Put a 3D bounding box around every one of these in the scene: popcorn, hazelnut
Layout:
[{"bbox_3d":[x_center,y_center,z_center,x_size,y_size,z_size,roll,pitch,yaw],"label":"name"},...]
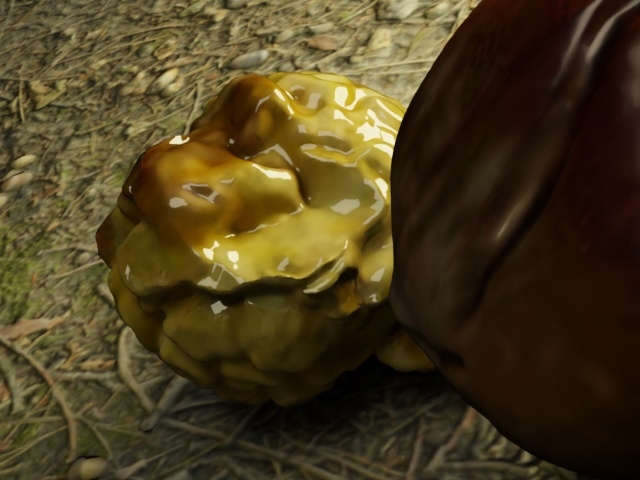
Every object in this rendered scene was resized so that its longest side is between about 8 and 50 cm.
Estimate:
[{"bbox_3d":[0.000,0.000,1.019,0.332,0.225,0.265,7,58,8],"label":"popcorn"},{"bbox_3d":[0.219,-0.018,0.809,0.372,0.315,0.372,-13,47,15],"label":"hazelnut"}]
